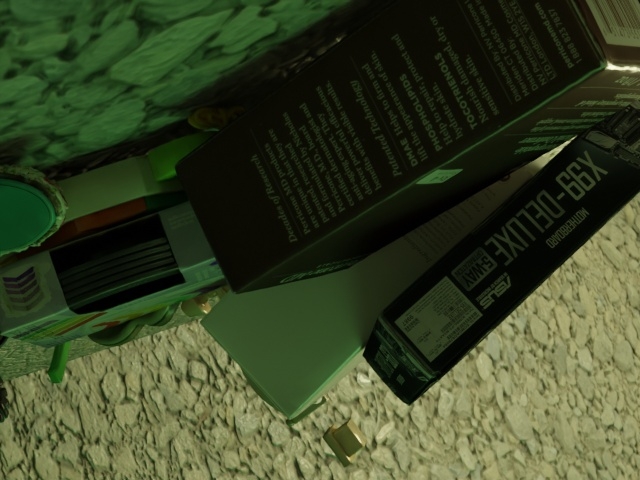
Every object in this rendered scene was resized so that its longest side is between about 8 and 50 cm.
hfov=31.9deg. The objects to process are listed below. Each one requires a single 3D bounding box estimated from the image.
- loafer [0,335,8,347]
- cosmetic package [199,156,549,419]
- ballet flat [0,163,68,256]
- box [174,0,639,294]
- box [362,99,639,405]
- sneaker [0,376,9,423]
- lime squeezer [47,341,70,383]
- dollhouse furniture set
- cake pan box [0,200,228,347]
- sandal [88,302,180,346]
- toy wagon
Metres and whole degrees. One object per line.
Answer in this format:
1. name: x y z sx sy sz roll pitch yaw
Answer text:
1. loafer: -0.550 0.142 1.436 0.303 0.109 0.095 -17 168 0
2. cosmetic package: 0.065 0.004 1.216 0.365 0.155 0.197 -45 173 16
3. ballet flat: -0.303 -0.022 0.979 0.241 0.091 0.077 -19 -155 31
4. box: 0.082 -0.101 0.937 0.381 0.143 0.191 -30 169 34
5. box: 0.178 0.019 1.056 0.307 0.076 0.242 -41 170 -11
6. sneaker: -0.515 0.180 1.353 0.122 0.110 0.283 -32 136 15
7. lime squeezer: -0.259 0.026 1.343 0.059 0.110 0.310 -21 -156 32
8. dollhouse furniture set: -0.091 0.152 1.505 0.174 0.355 0.303 -37 176 11
9. cake pan box: -0.195 0.034 1.137 0.246 0.070 0.267 -21 173 -8
10. sandal: -0.303 0.086 1.759 0.086 0.120 0.303 23 154 -26
11. toy wagon: -0.199 -0.037 1.120 0.344 0.068 0.267 -25 172 39
